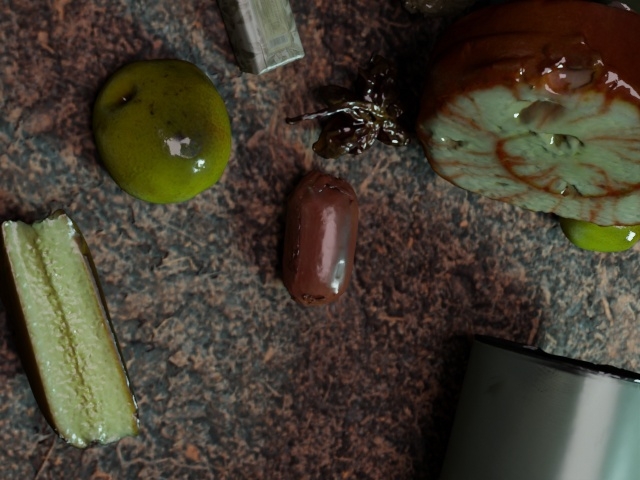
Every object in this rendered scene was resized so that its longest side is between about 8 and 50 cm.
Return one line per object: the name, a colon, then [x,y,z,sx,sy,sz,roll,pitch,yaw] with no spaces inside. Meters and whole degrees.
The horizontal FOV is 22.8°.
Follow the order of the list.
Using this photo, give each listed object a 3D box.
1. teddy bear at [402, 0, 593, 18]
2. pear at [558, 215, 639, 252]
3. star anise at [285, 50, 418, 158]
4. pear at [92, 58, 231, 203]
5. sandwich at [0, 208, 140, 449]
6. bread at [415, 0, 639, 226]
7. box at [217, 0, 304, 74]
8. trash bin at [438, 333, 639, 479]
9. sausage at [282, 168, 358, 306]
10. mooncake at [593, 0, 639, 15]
teddy bear: [0.199,-0.286,1.621,0.251,0.129,0.182,-10,103,-28]
pear: [0.311,-0.027,1.759,0.092,0.097,0.092,-32,154,-17]
star anise: [0.030,-0.127,1.590,0.190,0.070,0.097,-14,118,-39]
pear: [-0.140,-0.101,1.490,0.141,0.104,0.141,-9,107,-31]
sandwich: [-0.242,0.076,1.481,0.090,0.088,0.244,-19,113,-15]
bread: [0.260,-0.121,1.587,0.327,0.295,0.114,10,67,-2]
box: [-0.059,-0.213,1.542,0.062,0.045,0.098,-24,109,-22]
trash bin: [0.237,0.252,1.692,0.217,0.277,0.263,14,90,-71]
sausage: [0.000,0.000,1.604,0.076,0.076,0.141,5,98,-30]
mooncake: [0.387,-0.316,1.633,0.351,0.187,0.351,18,66,-48]
